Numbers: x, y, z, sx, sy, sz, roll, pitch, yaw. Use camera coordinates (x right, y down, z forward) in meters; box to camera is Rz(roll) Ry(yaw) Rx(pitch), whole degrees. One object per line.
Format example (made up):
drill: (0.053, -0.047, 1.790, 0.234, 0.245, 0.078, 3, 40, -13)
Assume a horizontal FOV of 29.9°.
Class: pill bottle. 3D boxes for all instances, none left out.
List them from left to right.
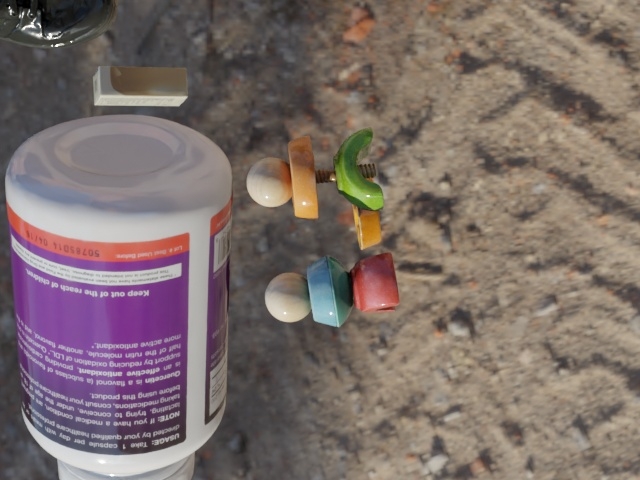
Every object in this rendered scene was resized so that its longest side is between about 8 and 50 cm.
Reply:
pill bottle: (-0.169, 0.068, 1.022, 0.181, 0.181, 0.323, 29, 127, 38)

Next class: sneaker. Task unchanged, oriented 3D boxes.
sneaker: (-0.207, -0.143, 0.674, 0.170, 0.089, 0.051, 9, 94, 6)

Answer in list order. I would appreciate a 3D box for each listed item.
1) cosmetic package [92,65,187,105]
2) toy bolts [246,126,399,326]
cosmetic package: (-0.235, -0.200, 1.557, 0.060, 0.115, 0.041, 163, 104, -70)
toy bolts: (0.000, 0.000, 1.478, 0.218, 0.158, 0.229, 87, 175, -75)
